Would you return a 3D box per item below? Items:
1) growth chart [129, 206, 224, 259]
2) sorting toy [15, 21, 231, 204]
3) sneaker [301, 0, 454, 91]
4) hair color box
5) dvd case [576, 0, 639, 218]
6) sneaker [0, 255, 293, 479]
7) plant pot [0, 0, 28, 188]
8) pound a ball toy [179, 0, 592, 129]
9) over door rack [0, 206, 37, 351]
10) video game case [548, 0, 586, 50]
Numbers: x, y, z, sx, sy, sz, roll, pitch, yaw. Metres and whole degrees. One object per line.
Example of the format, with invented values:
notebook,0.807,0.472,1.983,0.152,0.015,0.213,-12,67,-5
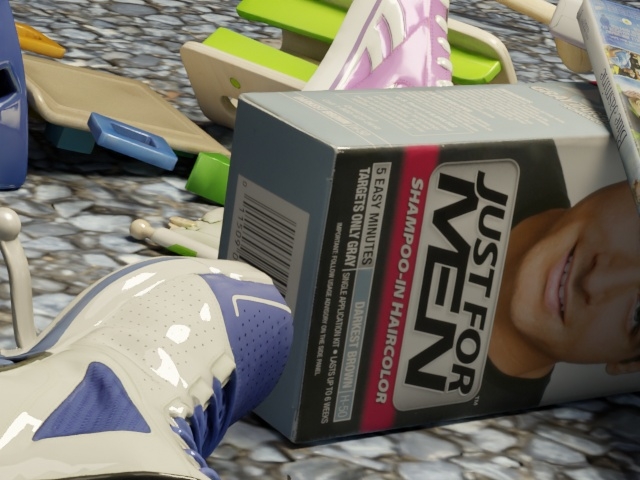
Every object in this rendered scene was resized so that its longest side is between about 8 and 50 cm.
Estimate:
growth chart,0.000,0.000,1.480,0.172,0.021,0.237,25,25,38
sorting toy,-0.187,-0.104,1.633,0.196,0.047,0.347,16,14,-35
sneaker,0.082,-0.109,1.511,0.161,0.102,0.282,21,65,16
hair color box,0.119,0.003,1.271,0.374,0.185,0.113,-5,23,-35
dvd case,0.263,-0.059,1.236,0.180,0.022,0.253,14,35,-15
sneaker,-0.099,0.118,0.973,0.182,0.127,0.315,31,27,28
plant pot,-0.360,-0.170,1.516,0.236,0.212,0.236,-4,23,-30
pound a ball toy,0.071,-0.142,1.693,0.319,0.136,0.208,23,59,35
over door rack,-0.295,0.033,1.120,0.324,0.108,0.239,23,22,35
video game case,0.365,-0.097,1.501,0.329,0.036,0.300,25,9,23
